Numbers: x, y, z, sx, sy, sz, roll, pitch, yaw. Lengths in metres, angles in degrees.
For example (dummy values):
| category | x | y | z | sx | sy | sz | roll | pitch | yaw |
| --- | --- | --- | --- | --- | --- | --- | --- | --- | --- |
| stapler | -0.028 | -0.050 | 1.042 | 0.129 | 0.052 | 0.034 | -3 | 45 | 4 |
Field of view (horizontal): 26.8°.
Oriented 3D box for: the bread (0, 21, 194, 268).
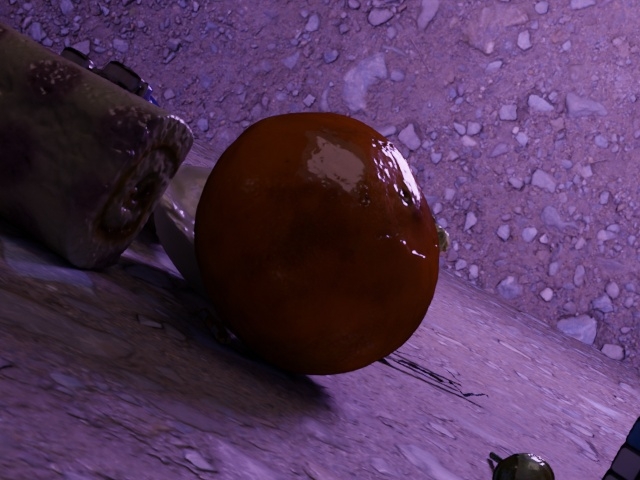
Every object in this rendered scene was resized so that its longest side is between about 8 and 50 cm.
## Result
| category | x | y | z | sx | sy | sz | roll | pitch | yaw |
| --- | --- | --- | --- | --- | --- | --- | --- | --- | --- |
| bread | -0.324 | -0.123 | 1.429 | 0.338 | 0.187 | 0.155 | 30 | 2 | 21 |

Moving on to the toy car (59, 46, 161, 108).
| category | x | y | z | sx | sy | sz | roll | pitch | yaw |
| --- | --- | --- | --- | --- | --- | --- | --- | --- | --- |
| toy car | -0.332 | -0.162 | 1.936 | 0.235 | 0.172 | 0.158 | 26 | -15 | 37 |

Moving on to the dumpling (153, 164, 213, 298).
| category | x | y | z | sx | sy | sz | roll | pitch | yaw |
| --- | --- | --- | --- | --- | --- | --- | --- | --- | --- |
| dumpling | -0.114 | 0.002 | 1.544 | 0.252 | 0.131 | 0.179 | 50 | 8 | -38 |

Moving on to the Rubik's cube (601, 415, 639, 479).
| category | x | y | z | sx | sy | sz | roll | pitch | yaw |
| --- | --- | --- | --- | --- | --- | --- | --- | --- | --- |
| Rubik's cube | 0.448 | 0.282 | 1.593 | 0.155 | 0.154 | 0.151 | 31 | 8 | 34 |

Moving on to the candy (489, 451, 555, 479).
| category | x | y | z | sx | sy | sz | roll | pitch | yaw |
| --- | --- | --- | --- | --- | --- | --- | --- | --- | --- |
| candy | 0.196 | 0.239 | 1.400 | 0.061 | 0.061 | 0.202 | 27 | -2 | -3 |

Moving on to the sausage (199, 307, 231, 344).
| category | x | y | z | sx | sy | sz | roll | pitch | yaw |
| --- | --- | --- | --- | --- | --- | --- | --- | --- | --- |
| sausage | -0.110 | 0.089 | 1.399 | 0.015 | 0.015 | 0.100 | 25 | 6 | -24 |

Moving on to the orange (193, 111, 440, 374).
| category | x | y | z | sx | sy | sz | roll | pitch | yaw |
| --- | --- | --- | --- | --- | --- | --- | --- | --- | --- |
| orange | 0.000 | 0.000 | 1.410 | 0.284 | 0.226 | 0.283 | 37 | 42 | -43 |

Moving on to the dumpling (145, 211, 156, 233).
| category | x | y | z | sx | sy | sz | roll | pitch | yaw |
| --- | --- | --- | --- | --- | --- | --- | --- | --- | --- |
| dumpling | -0.205 | -0.049 | 1.828 | 0.166 | 0.086 | 0.332 | 14 | 7 | -1 |

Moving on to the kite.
| category | x | y | z | sx | sy | sz | roll | pitch | yaw |
| --- | --- | --- | --- | --- | --- | --- | --- | --- | --- |
| kite | 0.078 | 0.141 | 1.815 | 0.310 | 0.015 | 0.169 | 25 | 6 | -22 |

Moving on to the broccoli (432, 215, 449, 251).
| category | x | y | z | sx | sy | sz | roll | pitch | yaw |
| --- | --- | --- | --- | --- | --- | --- | --- | --- | --- |
| broccoli | 0.099 | -0.040 | 2.345 | 0.288 | 0.245 | 0.248 | 31 | 13 | 22 |
